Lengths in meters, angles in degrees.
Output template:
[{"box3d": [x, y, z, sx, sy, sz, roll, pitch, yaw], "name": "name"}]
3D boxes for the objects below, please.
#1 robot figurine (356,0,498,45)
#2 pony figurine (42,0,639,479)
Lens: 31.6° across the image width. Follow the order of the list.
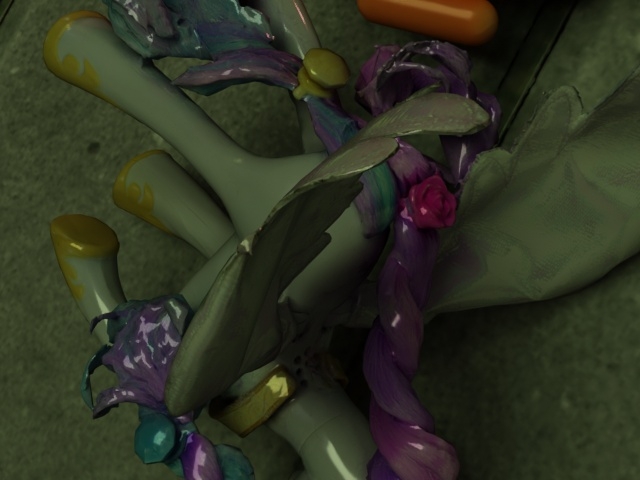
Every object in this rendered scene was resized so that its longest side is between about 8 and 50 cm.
[{"box3d": [0.076, -0.200, 0.631, 0.219, 0.128, 0.158, 8, 48, 33], "name": "robot figurine"}, {"box3d": [0.000, 0.000, 0.552, 0.363, 0.303, 0.351, 53, 135, 29], "name": "pony figurine"}]
